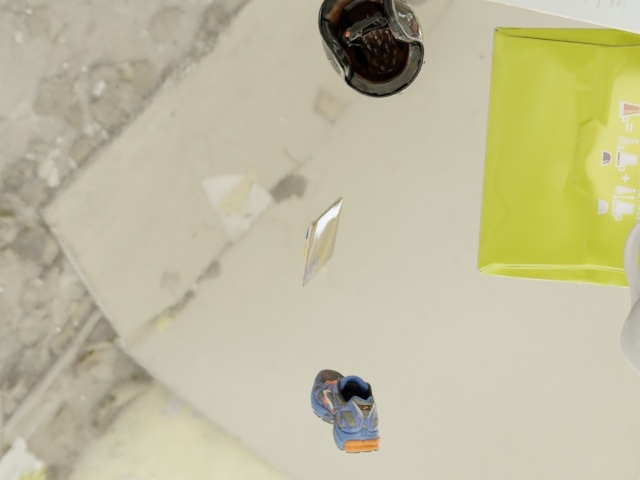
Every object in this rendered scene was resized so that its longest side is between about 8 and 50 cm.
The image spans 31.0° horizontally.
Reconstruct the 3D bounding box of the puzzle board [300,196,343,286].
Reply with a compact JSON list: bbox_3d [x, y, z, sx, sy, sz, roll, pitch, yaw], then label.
[{"bbox_3d":[0.000,0.000,1.643,0.128,0.011,0.096,-44,147,-61],"label":"puzzle board"}]

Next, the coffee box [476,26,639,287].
[{"bbox_3d":[0.434,-0.113,1.605,0.334,0.338,0.337,-7,102,-65],"label":"coffee box"}]

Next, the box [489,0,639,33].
[{"bbox_3d":[0.345,-0.302,1.085,0.215,0.345,0.168,-41,142,-48],"label":"box"}]

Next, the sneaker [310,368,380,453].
[{"bbox_3d":[0.044,0.235,1.711,0.083,0.221,0.087,2,105,-19],"label":"sneaker"}]

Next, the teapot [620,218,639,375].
[{"bbox_3d":[0.455,0.091,1.222,0.252,0.256,0.187,-80,-164,-75],"label":"teapot"}]

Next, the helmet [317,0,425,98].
[{"bbox_3d":[0.082,-0.306,1.763,0.169,0.169,0.161,-60,147,-7],"label":"helmet"}]
